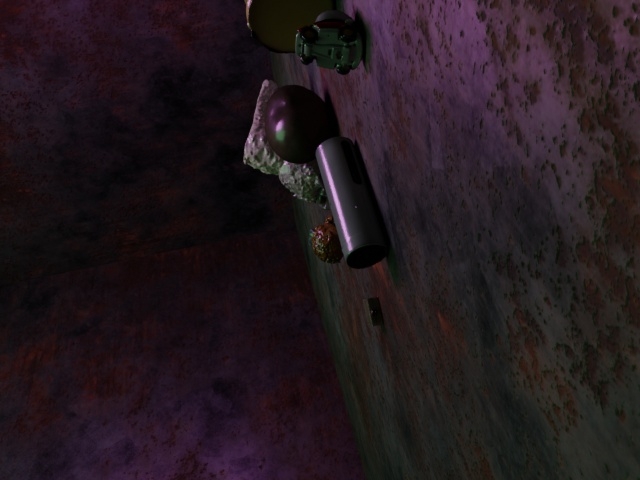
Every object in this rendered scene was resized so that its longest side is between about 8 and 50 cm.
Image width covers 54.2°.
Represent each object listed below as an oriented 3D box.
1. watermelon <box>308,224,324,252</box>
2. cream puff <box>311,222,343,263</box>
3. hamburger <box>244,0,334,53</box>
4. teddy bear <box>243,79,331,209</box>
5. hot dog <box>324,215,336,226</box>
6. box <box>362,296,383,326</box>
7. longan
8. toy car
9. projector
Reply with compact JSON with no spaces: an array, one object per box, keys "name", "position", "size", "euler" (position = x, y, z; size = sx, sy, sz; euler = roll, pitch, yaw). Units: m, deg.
[{"name":"watermelon","position":[0.000,0.000,2.510],"size":[0.187,0.071,0.139],"euler":[65,-146,-47]},{"name":"cream puff","position":[0.025,0.015,2.166],"size":[0.126,0.103,0.144],"euler":[19,133,53]},{"name":"hamburger","position":[-0.081,-0.585,1.517],"size":[0.237,0.236,0.149],"euler":[85,175,-51]},{"name":"teddy bear","position":[-0.079,-0.321,2.189],"size":[0.327,0.361,0.376],"euler":[114,170,-60]},{"name":"hot dog","position":[0.041,-0.029,2.276],"size":[0.188,0.055,0.072],"euler":[87,171,-61]},{"name":"box","position":[0.147,0.199,1.753],"size":[0.083,0.035,0.080],"euler":[134,124,-82]},{"name":"longan","position":[-0.072,-0.354,1.907],"size":[0.246,0.215,0.246],"euler":[49,159,26]},{"name":"toy car","position":[0.021,-0.425,1.296],"size":[0.112,0.139,0.112],"euler":[99,178,-62]},{"name":"projector","position":[0.072,-0.098,1.533],"size":[0.108,0.108,0.338],"euler":[87,170,-58]}]
